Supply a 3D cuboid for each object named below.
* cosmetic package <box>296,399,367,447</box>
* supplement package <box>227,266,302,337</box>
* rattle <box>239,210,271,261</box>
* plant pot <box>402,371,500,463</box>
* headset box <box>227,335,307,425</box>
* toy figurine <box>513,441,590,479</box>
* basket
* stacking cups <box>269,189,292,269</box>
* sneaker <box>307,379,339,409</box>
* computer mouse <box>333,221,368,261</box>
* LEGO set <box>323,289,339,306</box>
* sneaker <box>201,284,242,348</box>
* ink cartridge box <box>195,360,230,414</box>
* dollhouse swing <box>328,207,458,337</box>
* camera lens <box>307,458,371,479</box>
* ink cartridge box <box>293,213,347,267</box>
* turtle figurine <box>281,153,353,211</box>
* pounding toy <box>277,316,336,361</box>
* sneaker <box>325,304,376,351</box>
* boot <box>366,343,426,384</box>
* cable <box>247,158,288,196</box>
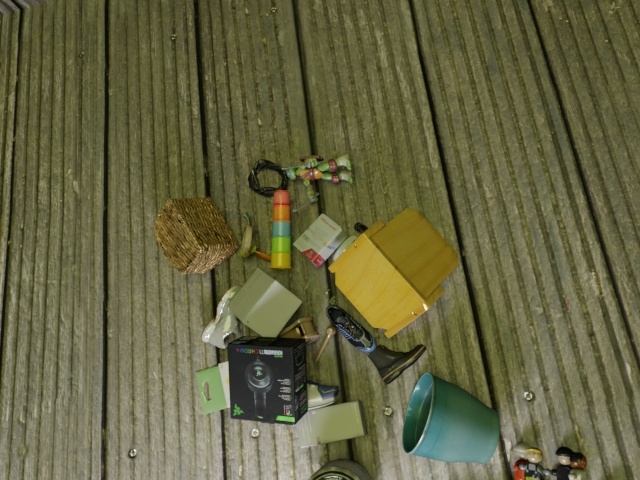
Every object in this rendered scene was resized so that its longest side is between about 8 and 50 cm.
[{"bbox_3d":[0.041,0.658,1.812,0.238,0.107,0.127,-17,69,9],"label":"cosmetic package"},{"bbox_3d":[-0.212,0.239,1.900,0.194,0.149,0.203,-52,27,-8],"label":"supplement package"},{"bbox_3d":[-0.261,-0.021,2.080,0.142,0.130,0.200,1,48,0],"label":"rattle"},{"bbox_3d":[0.439,0.613,1.680,0.255,0.271,0.272,20,79,0],"label":"plant pot"},{"bbox_3d":[-0.181,0.485,1.740,0.246,0.131,0.283,0,93,19],"label":"headset box"},{"bbox_3d":[0.732,0.726,1.607,0.213,0.209,0.148,5,70,11],"label":"toy figurine"},{"bbox_3d":[-0.526,-0.012,2.113,0.213,0.223,0.299,-48,68,30],"label":"basket"},{"bbox_3d":[-0.155,-0.041,2.035,0.096,0.096,0.316,-1,79,10],"label":"stacking cups"},{"bbox_3d":[-0.097,0.532,1.860,0.315,0.127,0.182,-10,75,10],"label":"sneaker"},{"bbox_3d":[0.127,0.018,2.007,0.106,0.042,0.193,43,86,17],"label":"computer mouse"},{"bbox_3d":[0.043,0.229,1.973,0.083,0.023,0.054,33,83,17],"label":"LEGO set"},{"bbox_3d":[-0.356,0.305,2.000,0.121,0.099,0.262,28,89,9],"label":"sneaker"},{"bbox_3d":[-0.366,0.557,1.944,0.235,0.056,0.171,-17,73,4],"label":"ink cartridge box"},{"bbox_3d":[0.287,0.103,1.913,0.347,0.305,0.315,48,126,6],"label":"dollhouse swing"},{"bbox_3d":[0.063,0.847,1.663,0.219,0.274,0.219,-3,74,10],"label":"camera lens"},{"bbox_3d":[0.000,0.000,2.005,0.175,0.072,0.127,-46,55,-4],"label":"ink cartridge box"},{"bbox_3d":[-0.004,-0.243,2.030,0.266,0.275,0.198,-9,107,4],"label":"turtle figurine"},{"bbox_3d":[-0.069,0.384,1.882,0.269,0.154,0.155,-25,71,3],"label":"pounding toy"},{"bbox_3d":[0.106,0.327,1.884,0.232,0.090,0.081,37,84,27],"label":"sneaker"},{"bbox_3d":[0.276,0.413,1.855,0.198,0.077,0.137,-38,66,-3],"label":"boot"},{"bbox_3d":[-0.223,-0.260,2.149,0.184,0.047,0.151,32,82,17],"label":"cable"}]
